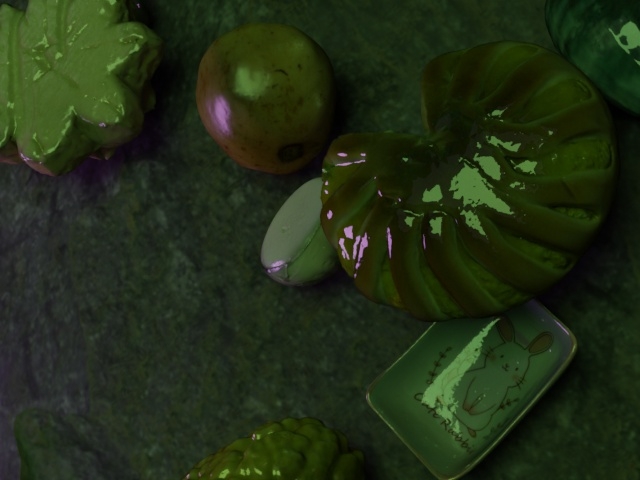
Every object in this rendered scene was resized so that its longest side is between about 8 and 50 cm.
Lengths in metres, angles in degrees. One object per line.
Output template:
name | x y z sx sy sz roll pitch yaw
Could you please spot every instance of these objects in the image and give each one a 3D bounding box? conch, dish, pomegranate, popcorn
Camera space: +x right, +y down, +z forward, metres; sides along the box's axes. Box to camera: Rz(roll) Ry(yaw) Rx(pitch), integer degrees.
conch | 0.370 -0.234 1.421 0.277 0.195 0.220 -21 54 55
dish | 0.172 0.150 1.441 0.212 0.077 0.151 -48 59 5
pomegranate | -0.064 -0.184 1.603 0.196 0.196 0.196 -8 71 23
popcorn | -0.045 0.303 1.440 0.200 0.226 0.203 -27 94 37

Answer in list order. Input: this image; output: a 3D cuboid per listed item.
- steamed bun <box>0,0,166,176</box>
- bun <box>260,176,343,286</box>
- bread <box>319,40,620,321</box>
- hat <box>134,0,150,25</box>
steamed bun | -0.324 -0.210 1.760 0.292 0.137 0.295 26 82 30
bun | 0.000 0.000 1.567 0.138 0.094 0.138 -42 29 30
bread | 0.152 -0.067 1.395 0.333 0.160 0.333 -12 65 27
hat | -0.285 -0.361 1.834 0.147 0.085 0.175 -38 82 38
